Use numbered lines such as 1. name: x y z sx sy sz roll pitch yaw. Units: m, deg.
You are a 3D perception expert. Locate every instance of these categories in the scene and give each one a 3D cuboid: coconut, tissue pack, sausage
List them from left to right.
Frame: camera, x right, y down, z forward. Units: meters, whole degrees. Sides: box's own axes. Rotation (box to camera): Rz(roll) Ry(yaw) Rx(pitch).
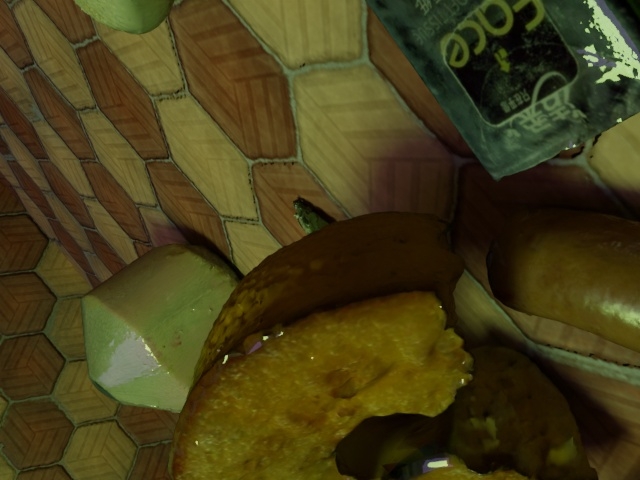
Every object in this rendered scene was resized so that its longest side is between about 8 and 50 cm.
1. coconut: -0.300 0.177 1.265 0.297 0.310 0.297 37 151 25
2. tissue pack: 0.118 -0.169 0.450 0.235 0.073 0.173 53 154 -5
3. sausage: 0.254 0.043 0.486 0.271 0.109 0.108 25 143 42

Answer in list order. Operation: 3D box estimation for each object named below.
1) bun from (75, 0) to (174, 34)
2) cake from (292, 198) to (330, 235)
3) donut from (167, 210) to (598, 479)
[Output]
1. bun: -0.242 -0.357 0.690 0.287 0.146 0.287 45 168 13
2. cake: 0.000 0.000 0.870 0.140 0.055 0.051 37 156 29
3. donut: 0.039 0.168 0.672 0.435 0.378 0.163 55 -161 -36
